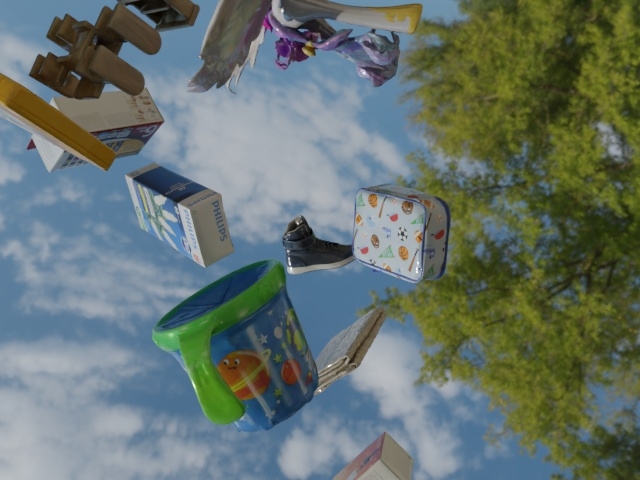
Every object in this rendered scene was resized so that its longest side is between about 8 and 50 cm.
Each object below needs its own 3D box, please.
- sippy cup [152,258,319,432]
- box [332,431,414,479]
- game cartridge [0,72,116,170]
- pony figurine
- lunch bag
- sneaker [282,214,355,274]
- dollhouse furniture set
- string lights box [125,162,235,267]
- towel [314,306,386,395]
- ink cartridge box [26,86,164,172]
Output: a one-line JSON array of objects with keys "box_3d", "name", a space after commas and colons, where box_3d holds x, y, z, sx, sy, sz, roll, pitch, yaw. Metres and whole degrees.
[{"box_3d": [-0.119, 0.181, 1.053, 0.305, 0.240, 0.224, -38, -75, -39], "name": "sippy cup"}, {"box_3d": [0.104, 0.509, 1.336, 0.091, 0.170, 0.130, 44, -167, 2], "name": "box"}, {"box_3d": [-0.523, -0.232, 1.049, 0.323, 0.053, 0.285, 29, 174, 19], "name": "game cartridge"}, {"box_3d": [-0.038, -0.365, 0.947, 0.363, 0.351, 0.303, 16, -166, -7], "name": "pony figurine"}, {"box_3d": [0.205, -0.018, 1.703, 0.114, 0.243, 0.303, -11, -161, -34], "name": "lunch bag"}, {"box_3d": [0.000, 0.001, 1.859, 0.226, 0.164, 0.086, -12, -156, -2], "name": "sneaker"}, {"box_3d": [-0.337, -0.339, 1.092, 0.212, 0.242, 0.161, 9, 165, 41], "name": "dollhouse furniture set"}, {"box_3d": [-0.286, -0.057, 1.288, 0.076, 0.133, 0.259, -30, -144, -31], "name": "string lights box"}, {"box_3d": [0.055, 0.266, 1.512, 0.049, 0.187, 0.282, 51, -151, -2], "name": "towel"}, {"box_3d": [-0.672, -0.315, 1.901, 0.309, 0.272, 0.130, -23, -99, -47], "name": "ink cartridge box"}]
